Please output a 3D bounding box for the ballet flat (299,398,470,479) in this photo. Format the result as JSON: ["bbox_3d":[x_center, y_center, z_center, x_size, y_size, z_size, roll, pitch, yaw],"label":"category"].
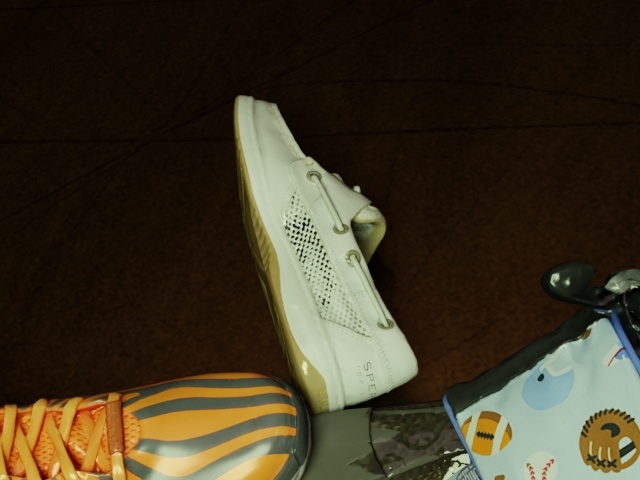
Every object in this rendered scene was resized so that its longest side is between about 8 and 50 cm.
[{"bbox_3d":[0.101,0.135,0.729,0.250,0.058,0.084,-7,54,1],"label":"ballet flat"}]

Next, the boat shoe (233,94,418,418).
[{"bbox_3d":[0.000,0.000,0.827,0.096,0.098,0.277,-13,55,-7],"label":"boat shoe"}]

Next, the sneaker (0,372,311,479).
[{"bbox_3d":[-0.175,0.133,0.678,0.321,0.180,0.124,-20,52,10],"label":"sneaker"}]

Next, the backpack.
[{"bbox_3d":[0.174,0.186,0.539,0.213,0.276,0.263,-44,40,13],"label":"backpack"}]
